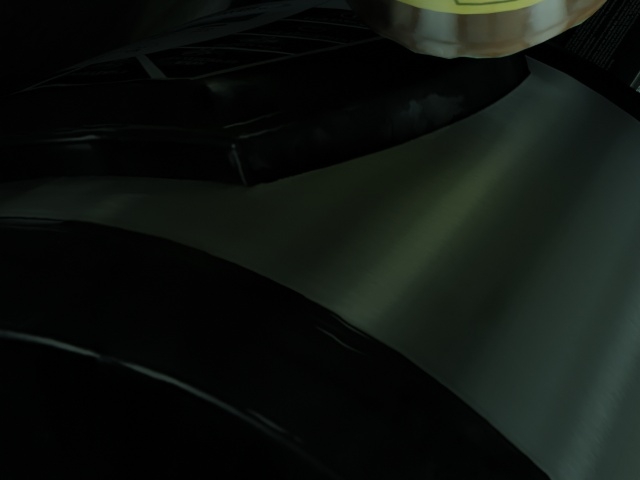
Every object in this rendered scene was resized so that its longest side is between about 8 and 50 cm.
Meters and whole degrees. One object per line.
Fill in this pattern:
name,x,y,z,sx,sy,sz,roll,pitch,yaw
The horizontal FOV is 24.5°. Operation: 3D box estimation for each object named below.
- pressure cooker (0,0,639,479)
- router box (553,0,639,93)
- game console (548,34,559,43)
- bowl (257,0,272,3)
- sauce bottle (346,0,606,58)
pressure cooker,-0.003,0.103,0.582,0.375,0.370,0.420,-55,174,30
router box,0.163,-0.103,0.736,0.179,0.046,0.133,-55,162,-9
game console,0.134,-0.068,0.891,0.342,0.060,0.386,-32,150,-54
bowl,0.107,-0.218,0.913,0.391,0.077,0.391,-44,176,-4
sauce bottle,0.032,-0.175,0.342,0.111,0.111,0.344,-55,159,-17
